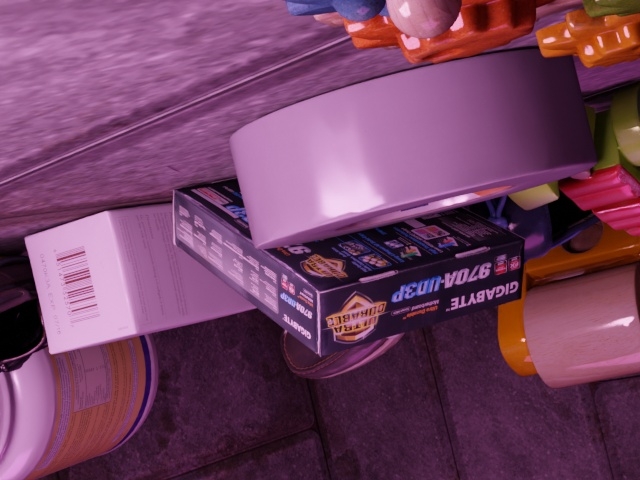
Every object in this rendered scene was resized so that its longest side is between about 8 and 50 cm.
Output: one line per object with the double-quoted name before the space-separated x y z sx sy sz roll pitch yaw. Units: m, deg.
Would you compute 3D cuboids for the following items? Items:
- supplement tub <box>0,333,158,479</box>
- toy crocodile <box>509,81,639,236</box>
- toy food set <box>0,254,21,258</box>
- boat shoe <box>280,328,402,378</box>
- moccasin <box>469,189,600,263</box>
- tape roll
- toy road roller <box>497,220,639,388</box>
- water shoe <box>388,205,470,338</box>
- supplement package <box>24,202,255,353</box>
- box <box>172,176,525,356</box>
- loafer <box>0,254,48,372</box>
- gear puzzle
"supplement tub" -0.371 0.170 1.506 0.241 0.241 0.331 -15 177 23
"toy crocodile" 0.271 -0.052 1.088 0.115 0.105 0.340 -15 159 38
"toy food set" -0.340 0.061 1.187 0.217 0.071 0.128 -13 177 -22
"boat shoe" 0.061 0.032 1.461 0.355 0.132 0.130 -46 149 25
"moccasin" 0.178 -0.042 1.208 0.342 0.138 0.117 -27 -162 -27
"tape roll" 0.057 -0.053 0.783 0.219 0.072 0.219 -13 178 -1
"toy road roller" 0.346 0.040 1.461 0.202 0.330 0.240 -16 138 30
"water shoe" 0.093 0.002 1.083 0.080 0.073 0.203 -12 135 -33
"supplement package" -0.148 0.027 1.091 0.105 0.105 0.179 -16 176 34
"box" 0.016 0.001 0.934 0.175 0.051 0.220 -13 -154 -30
"loafer" -0.278 0.076 1.052 0.095 0.109 0.302 32 -172 19
"gear puzzle" 0.098 -0.090 0.484 0.175 0.044 0.339 -14 177 18
